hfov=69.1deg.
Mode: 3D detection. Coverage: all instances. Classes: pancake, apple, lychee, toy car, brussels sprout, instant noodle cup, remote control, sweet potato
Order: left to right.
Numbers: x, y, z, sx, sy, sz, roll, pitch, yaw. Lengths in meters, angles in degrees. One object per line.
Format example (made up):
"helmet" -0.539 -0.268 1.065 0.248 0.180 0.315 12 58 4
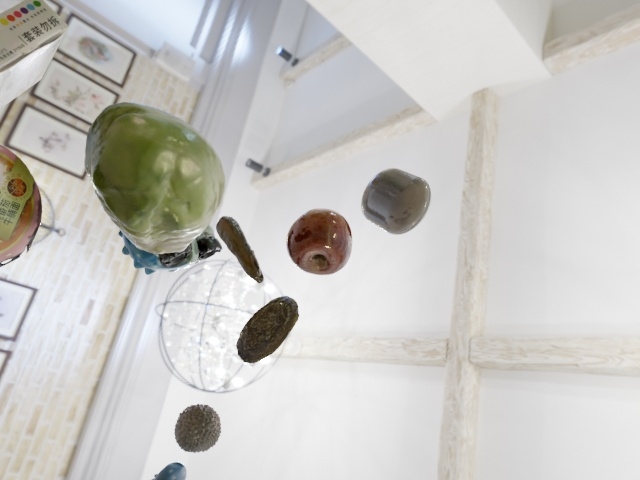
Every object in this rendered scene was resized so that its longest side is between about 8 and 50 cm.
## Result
"instant noodle cup" -0.699 -0.068 0.858 0.255 0.244 0.243 4 -110 28
"brussels sprout" -0.325 -0.115 0.911 0.274 0.316 0.243 -1 -158 39
"toy car" -0.396 -0.006 1.198 0.190 0.255 0.188 -33 -98 24
"lychee" -0.429 0.651 1.616 0.198 0.165 0.165 -9 -119 42
"sweet potato" -0.249 0.020 1.439 0.075 0.075 0.273 -48 -121 19
"pancake" -0.074 0.122 0.651 0.115 0.011 0.114 -30 -149 20
"apple" 0.000 0.000 1.366 0.201 0.201 0.162 -34 -145 33
"remote control" 0.259 -0.142 1.644 0.221 0.104 0.332 -61 -147 7

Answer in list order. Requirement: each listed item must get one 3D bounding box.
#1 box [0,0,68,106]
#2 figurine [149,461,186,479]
"box" -0.675 -0.376 0.990 0.274 0.091 0.220 -16 -145 45
"figurine" -0.544 0.885 1.453 0.298 0.243 0.416 37 -105 20
